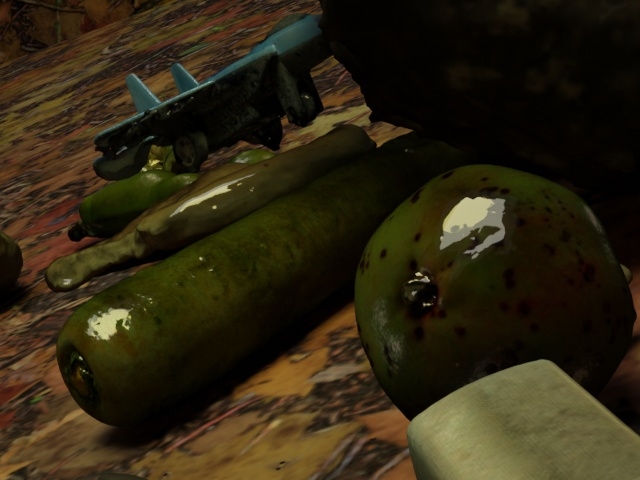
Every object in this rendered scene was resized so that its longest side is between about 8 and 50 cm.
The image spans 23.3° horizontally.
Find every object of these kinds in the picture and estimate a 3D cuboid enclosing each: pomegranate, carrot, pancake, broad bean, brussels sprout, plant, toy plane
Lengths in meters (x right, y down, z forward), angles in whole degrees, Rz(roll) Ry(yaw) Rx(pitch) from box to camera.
[{"bbox_3d":[0.081,0.027,0.631,0.114,0.114,0.142,-10,-9,39],"label":"pomegranate"},{"bbox_3d":[0.000,0.000,0.891,0.358,0.074,0.074,-31,17,-38],"label":"carrot"},{"bbox_3d":[-0.074,-0.021,1.016,0.222,0.042,0.236,-26,1,-29],"label":"pancake"},{"bbox_3d":[-0.122,-0.032,1.197,0.214,0.048,0.070,-12,22,36],"label":"broad bean"},{"bbox_3d":[-0.142,-0.076,1.371,0.085,0.058,0.085,-20,49,24],"label":"brussels sprout"},{"bbox_3d":[0.066,-0.167,0.796,0.213,0.312,0.215,-60,-16,-6],"label":"plant"},{"bbox_3d":[-0.045,-0.094,1.000,0.169,0.078,0.246,-18,5,-40],"label":"toy plane"}]

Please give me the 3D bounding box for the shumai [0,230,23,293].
[{"bbox_3d":[-0.332,0.025,1.173,0.201,0.201,0.120,-3,66,51],"label":"shumai"}]

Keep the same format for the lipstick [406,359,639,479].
[{"bbox_3d":[0.086,0.100,0.404,0.079,0.077,0.253,-24,14,-4],"label":"lipstick"}]

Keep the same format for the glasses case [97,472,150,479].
[{"bbox_3d":[-0.023,0.122,0.499,0.042,0.072,0.191,2,0,-33],"label":"glasses case"}]
